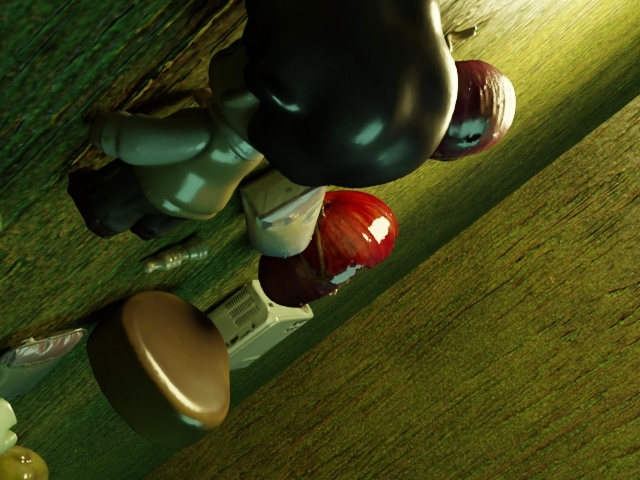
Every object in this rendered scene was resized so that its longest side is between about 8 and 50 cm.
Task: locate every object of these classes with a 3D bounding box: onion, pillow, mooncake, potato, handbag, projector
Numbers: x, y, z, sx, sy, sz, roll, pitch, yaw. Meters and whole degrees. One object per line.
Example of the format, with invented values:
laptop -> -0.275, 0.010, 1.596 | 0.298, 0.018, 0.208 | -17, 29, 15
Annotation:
onion -> 0.162, -0.174, 1.126 | 0.177, 0.153, 0.177 | -32, 180, 0
pillow -> -0.420, 0.183, 1.203 | 0.130, 0.038, 0.232 | -16, 161, -50
onion -> 0.006, 0.008, 1.393 | 0.248, 0.161, 0.248 | -24, 172, -3
mooncake -> -0.242, 0.185, 1.282 | 0.117, 0.235, 0.235 | -37, 169, 24
potato -> -0.605, 0.464, 1.602 | 0.200, 0.137, 0.154 | -39, -162, 20
handbag -> -0.048, -0.041, 1.203 | 0.117, 0.095, 0.173 | -28, 165, -13
projector -> -0.147, 0.170, 1.753 | 0.198, 0.108, 0.250 | -37, 167, 13

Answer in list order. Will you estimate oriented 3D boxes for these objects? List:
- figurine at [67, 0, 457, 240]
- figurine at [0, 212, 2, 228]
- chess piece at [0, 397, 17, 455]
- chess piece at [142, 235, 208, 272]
figurine -> -0.052, -0.127, 0.758 | 0.365, 0.206, 0.218 | -13, 157, 31
figurine -> -0.342, 0.036, 0.761 | 0.083, 0.083, 0.187 | -19, 154, -54
chess piece -> -0.511, 0.275, 1.008 | 0.194, 0.194, 0.299 | -45, 174, 40
chess piece -> -0.202, 0.023, 1.184 | 0.092, 0.035, 0.035 | -23, 164, -34
